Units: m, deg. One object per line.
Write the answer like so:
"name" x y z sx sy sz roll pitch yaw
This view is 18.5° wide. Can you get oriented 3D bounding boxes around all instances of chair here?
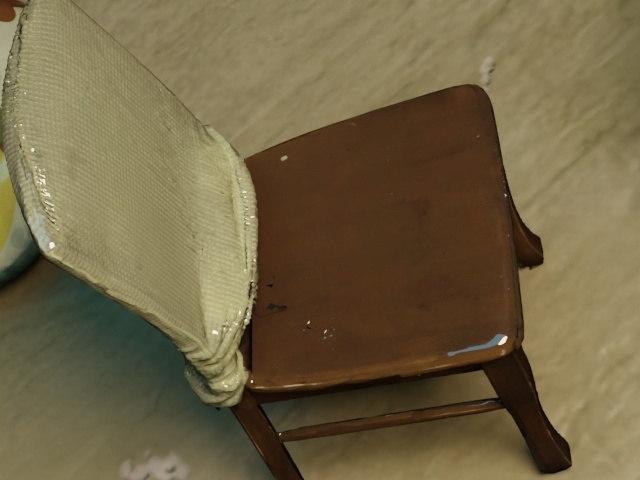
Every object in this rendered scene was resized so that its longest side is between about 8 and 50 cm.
"chair" 0.000 0.000 0.951 0.186 0.319 0.160 -12 56 15

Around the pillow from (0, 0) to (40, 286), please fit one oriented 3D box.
"pillow" -0.242 -0.055 1.241 0.214 0.086 0.233 -33 55 12
